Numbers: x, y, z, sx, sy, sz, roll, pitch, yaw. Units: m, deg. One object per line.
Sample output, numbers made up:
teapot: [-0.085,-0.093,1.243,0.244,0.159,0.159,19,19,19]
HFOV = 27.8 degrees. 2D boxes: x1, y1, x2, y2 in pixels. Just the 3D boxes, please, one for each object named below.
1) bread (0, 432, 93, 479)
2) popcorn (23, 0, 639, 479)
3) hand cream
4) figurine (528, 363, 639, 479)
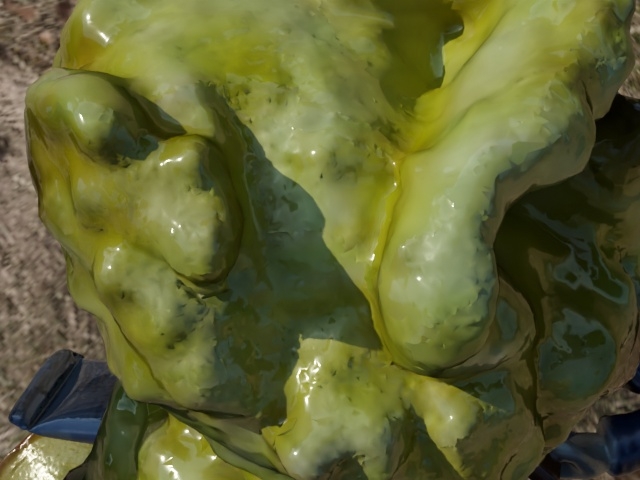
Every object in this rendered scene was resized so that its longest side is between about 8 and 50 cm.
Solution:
bread: [-0.179,0.183,1.007,0.086,0.156,0.125,47,145,34]
popcorn: [0.009,-0.002,0.496,0.237,0.293,0.293,-2,105,-8]
hand cream: [-0.044,0.102,0.738,0.256,0.088,0.055,10,118,7]
figurine: [0.227,0.058,0.843,0.338,0.283,0.205,0,101,53]
